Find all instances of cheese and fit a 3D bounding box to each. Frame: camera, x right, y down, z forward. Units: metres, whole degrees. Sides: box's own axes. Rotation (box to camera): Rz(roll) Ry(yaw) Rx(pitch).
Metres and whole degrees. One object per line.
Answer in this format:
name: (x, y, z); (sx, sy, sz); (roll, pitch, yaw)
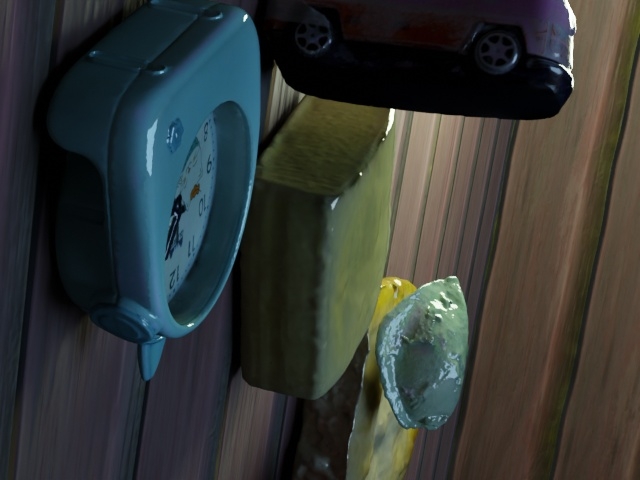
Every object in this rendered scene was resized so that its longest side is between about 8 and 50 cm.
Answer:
cheese: (0.000, 0.000, 1.517); (0.242, 0.123, 0.266); (-54, 152, -51)

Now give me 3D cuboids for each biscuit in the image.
biscuit: (0.056, 0.249, 1.984); (0.446, 0.104, 0.429); (-27, 125, -69)

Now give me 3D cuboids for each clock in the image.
clock: (-0.125, -0.033, 1.059); (0.223, 0.094, 0.274); (-55, 156, -56)

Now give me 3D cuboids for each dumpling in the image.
dumpling: (0.140, 0.144, 1.843); (0.149, 0.104, 0.217); (41, 60, -70)

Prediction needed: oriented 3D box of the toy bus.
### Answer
toy bus: (0.097, -0.208, 1.351); (0.127, 0.302, 0.147); (42, 54, -74)
